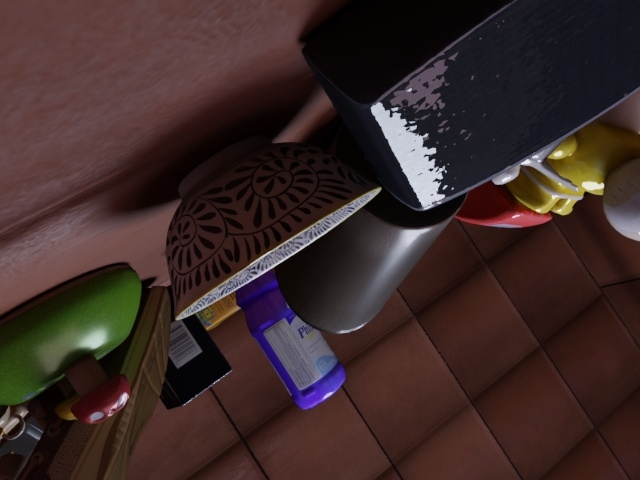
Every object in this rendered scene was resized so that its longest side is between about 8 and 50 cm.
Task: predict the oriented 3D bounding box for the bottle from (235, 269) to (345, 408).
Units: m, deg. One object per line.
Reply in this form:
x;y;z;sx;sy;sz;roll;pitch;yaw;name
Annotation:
-0.067;0.145;1.076;0.092;0.282;0.118;-34;177;15;bottle

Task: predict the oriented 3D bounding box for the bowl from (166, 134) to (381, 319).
-0.049;-0.022;0.446;0.170;0.080;0.170;-33;177;-2;bowl

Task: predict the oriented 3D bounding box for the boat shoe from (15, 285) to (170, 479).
-0.255;0.183;0.674;0.123;0.123;0.342;100;1;-51;boat shoe

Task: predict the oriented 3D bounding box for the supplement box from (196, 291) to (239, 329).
-0.204;0.122;1.305;0.233;0.078;0.080;-36;176;42;supplement box

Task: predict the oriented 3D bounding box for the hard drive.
0.131;-0.120;0.359;0.255;0.054;0.172;-32;149;7;hard drive

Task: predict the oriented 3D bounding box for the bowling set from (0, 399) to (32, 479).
-0.370;0.253;0.693;0.154;0.287;0.200;-34;146;-15;bowling set

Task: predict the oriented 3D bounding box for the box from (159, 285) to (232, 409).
-0.229;0.167;0.961;0.093;0.156;0.158;-33;178;-27;box

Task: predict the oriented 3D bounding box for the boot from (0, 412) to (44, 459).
-0.578;0.362;1.392;0.305;0.112;0.115;-37;-152;-7;boot

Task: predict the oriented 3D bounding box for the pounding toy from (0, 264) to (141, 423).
-0.245;0.129;0.564;0.237;0.110;0.183;-33;177;0;pounding toy

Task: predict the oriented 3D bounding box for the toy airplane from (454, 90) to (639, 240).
0.324;-0.134;0.649;0.386;0.272;0.384;-16;155;3;toy airplane

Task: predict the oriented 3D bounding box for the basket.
0.046;-0.027;0.643;0.154;0.204;0.227;11;158;-10;basket
